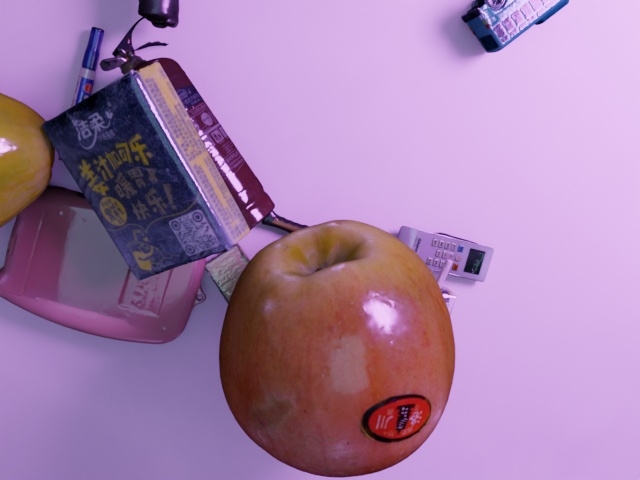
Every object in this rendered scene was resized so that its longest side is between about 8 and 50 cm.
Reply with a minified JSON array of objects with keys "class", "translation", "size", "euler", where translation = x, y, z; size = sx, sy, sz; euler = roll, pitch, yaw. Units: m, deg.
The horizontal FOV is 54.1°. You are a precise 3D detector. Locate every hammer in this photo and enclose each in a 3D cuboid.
[{"class":"hammer","translation":[0.000,0.000,1.018],"size":[0.200,0.021,0.078],"euler":[20,97,-10]}]

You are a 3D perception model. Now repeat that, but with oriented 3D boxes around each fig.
[{"class":"fig","translation":[-0.523,-0.101,0.832],"size":[0.326,0.258,0.258],"euler":[-17,102,-22]}]

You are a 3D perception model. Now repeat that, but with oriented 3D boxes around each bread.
[{"class":"bread","translation":[-0.122,0.082,1.015],"size":[0.068,0.028,0.154],"euler":[-33,101,0]}]

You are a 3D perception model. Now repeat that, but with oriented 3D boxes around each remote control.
[{"class":"remote control","translation":[0.204,0.020,1.043],"size":[0.166,0.029,0.065],"euler":[13,97,-14]}]

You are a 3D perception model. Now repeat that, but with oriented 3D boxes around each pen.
[{"class":"pen","translation":[-0.355,-0.215,0.934],"size":[0.025,0.025,0.204],"euler":[16,98,-9]}]

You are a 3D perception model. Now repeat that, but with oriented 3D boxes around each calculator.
[{"class":"calculator","translation":[-0.337,0.043,0.968],"size":[0.329,0.048,0.220],"euler":[17,97,-8]}]

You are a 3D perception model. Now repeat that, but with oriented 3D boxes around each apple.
[{"class":"apple","translation":[0.029,0.136,0.872],"size":[0.338,0.338,0.305],"euler":[-1,107,-7]}]

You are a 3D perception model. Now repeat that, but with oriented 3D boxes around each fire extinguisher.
[{"class":"fire extinguisher","translation":[-0.199,-0.161,0.924],"size":[0.337,0.114,0.135],"euler":[55,48,-13]}]

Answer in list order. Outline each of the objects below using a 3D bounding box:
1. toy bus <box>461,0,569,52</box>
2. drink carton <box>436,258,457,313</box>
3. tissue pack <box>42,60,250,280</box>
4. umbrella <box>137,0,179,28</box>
[{"class":"toy bus","translation":[0.309,-0.366,0.959],"size":[0.160,0.079,0.092],"euler":[-38,102,2]},{"class":"drink carton","translation":[0.173,0.119,1.033],"size":[0.084,0.074,0.200],"euler":[13,98,-11]},{"class":"tissue pack","translation":[-0.235,-0.084,0.851],"size":[0.185,0.081,0.257],"euler":[-17,109,29]},{"class":"umbrella","translation":[-0.216,-0.474,0.848],"size":[0.154,0.128,0.337],"euler":[20,96,-10]}]
